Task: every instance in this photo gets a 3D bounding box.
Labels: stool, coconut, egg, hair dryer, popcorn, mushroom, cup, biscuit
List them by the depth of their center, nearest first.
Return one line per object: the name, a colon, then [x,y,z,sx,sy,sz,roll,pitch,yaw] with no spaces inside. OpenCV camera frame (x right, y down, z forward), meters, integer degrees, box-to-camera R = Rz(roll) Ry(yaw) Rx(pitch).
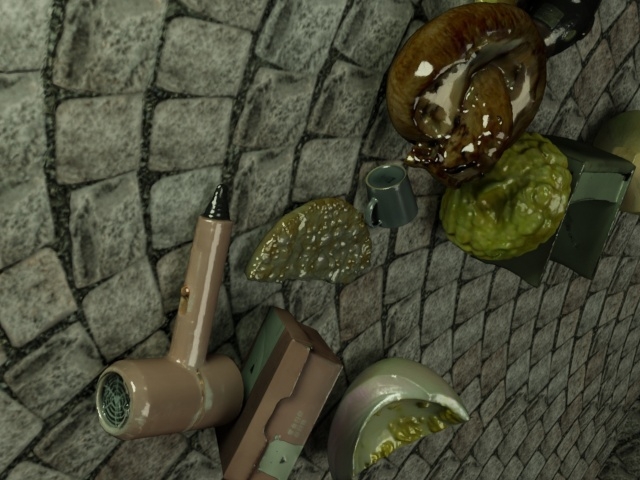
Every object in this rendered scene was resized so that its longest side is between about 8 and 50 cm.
hair dryer: [-0.179,0.090,1.128,0.189,0.106,0.345,5,99,-49]
mushroom: [0.213,-0.219,1.291,0.263,0.195,0.283,40,64,-44]
biscuit: [-0.001,-0.001,1.305,0.289,0.038,0.141,5,107,-52]
cup: [0.105,-0.066,1.358,0.100,0.078,0.077,-44,134,-29]
hair dryer: [0.471,-0.478,1.407,0.303,0.120,0.359,-42,167,-22]
popcorn: [0.328,-0.071,1.529,0.251,0.205,0.237,104,9,-71]
egg: [0.119,0.302,1.535,0.270,0.162,0.206,-25,174,4]
stool: [0.471,-0.063,1.711,0.243,0.170,0.270,-4,115,-47]
coconut: [0.723,-0.174,1.888,0.259,0.259,0.259,-27,131,-37]

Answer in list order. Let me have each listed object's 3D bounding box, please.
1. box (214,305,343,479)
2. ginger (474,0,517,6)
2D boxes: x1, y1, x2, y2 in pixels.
box: [-0.066,0.224,1.223,0.086,0.215,0.215,25,92,-13]
ginger: [0.301,-0.389,1.394,0.131,0.086,0.295,-39,146,-41]
